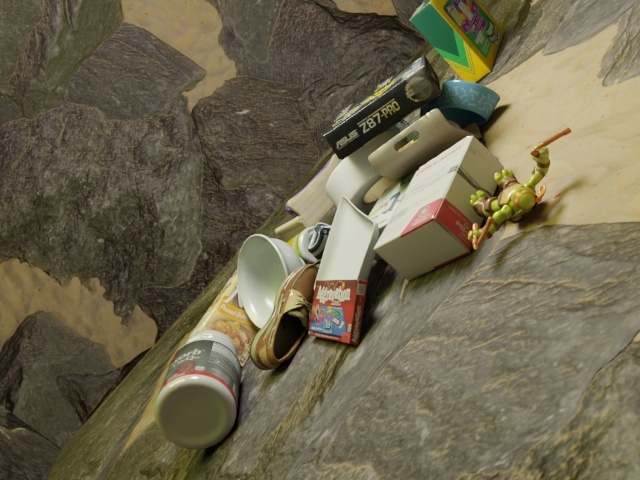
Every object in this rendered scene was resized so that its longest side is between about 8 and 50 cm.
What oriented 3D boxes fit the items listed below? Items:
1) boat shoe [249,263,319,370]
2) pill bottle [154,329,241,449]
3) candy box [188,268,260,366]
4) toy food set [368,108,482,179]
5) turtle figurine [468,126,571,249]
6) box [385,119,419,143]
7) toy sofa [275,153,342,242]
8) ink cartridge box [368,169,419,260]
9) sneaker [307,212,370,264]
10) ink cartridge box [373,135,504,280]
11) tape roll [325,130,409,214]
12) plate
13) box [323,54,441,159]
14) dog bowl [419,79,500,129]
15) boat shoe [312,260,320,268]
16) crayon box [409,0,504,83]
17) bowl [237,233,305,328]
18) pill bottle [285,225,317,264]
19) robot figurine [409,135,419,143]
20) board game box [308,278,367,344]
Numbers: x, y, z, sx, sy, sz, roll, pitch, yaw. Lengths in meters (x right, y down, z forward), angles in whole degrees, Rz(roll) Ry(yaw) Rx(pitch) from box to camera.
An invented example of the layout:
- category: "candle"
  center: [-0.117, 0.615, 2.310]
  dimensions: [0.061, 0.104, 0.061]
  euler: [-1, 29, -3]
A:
- category: "boat shoe"
  center: [-0.069, 0.208, 1.787]
  dimensions: [0.120, 0.123, 0.323]
  euler: [-19, 39, 55]
- category: "pill bottle"
  center: [-0.328, 0.398, 1.835]
  dimensions: [0.210, 0.210, 0.363]
  euler: [-46, 12, 8]
- category: "candy box"
  center: [-0.263, 0.244, 2.139]
  dimensions: [0.088, 0.183, 0.316]
  euler: [-33, 20, 48]
- category: "toy food set"
  center: [0.278, -0.257, 1.738]
  dimensions: [0.220, 0.092, 0.306]
  euler: [-34, -16, 27]
- category: "turtle figurine"
  center: [0.370, -0.090, 1.242]
  dimensions: [0.269, 0.087, 0.217]
  euler: [-56, 4, 6]
- category: "box"
  center: [0.203, -0.271, 2.216]
  dimensions: [0.270, 0.143, 0.165]
  euler: [-50, 9, -9]
- category: "toy sofa"
  center: [-0.011, -0.140, 2.367]
  dimensions: [0.150, 0.177, 0.362]
  euler: [-26, 19, 51]
- category: "ink cartridge box"
  center: [0.201, -0.063, 1.721]
  dimensions: [0.154, 0.093, 0.212]
  euler: [-29, 24, 55]
- category: "sneaker"
  center: [0.087, -0.035, 1.874]
  dimensions: [0.282, 0.153, 0.099]
  euler: [-48, 13, 0]
- category: "ink cartridge box"
  center: [0.267, -0.073, 1.462]
  dimensions: [0.207, 0.117, 0.283]
  euler: [-33, 20, 51]
- category: "tape roll"
  center: [0.156, -0.190, 1.938]
  dimensions: [0.286, 0.100, 0.286]
  euler: [-34, -19, -14]
- category: "plate"
  center: [0.070, 0.050, 1.655]
  dimensions: [0.277, 0.045, 0.277]
  euler: [-131, 56, -66]
- category: "box"
  center: [0.182, -0.383, 1.856]
  dimensions: [0.318, 0.097, 0.395]
  euler: [-30, 13, 18]
- category: "dog bowl"
  center: [0.390, -0.380, 1.900]
  dimensions: [0.297, 0.166, 0.074]
  euler: [-176, 103, -74]
- category: "boat shoe"
  center: [0.042, 0.046, 1.980]
  dimensions: [0.183, 0.066, 0.066]
  euler: [-45, 13, 15]
- category: "crayon box"
  center: [0.491, -0.753, 2.318]
  dimensions: [0.106, 0.313, 0.363]
  euler: [-33, 19, 40]
- category: "bowl"
  center: [-0.128, 0.120, 2.018]
  dimensions: [0.134, 0.297, 0.298]
  euler: [-8, -14, -35]
- category: "pill bottle"
  center: [-0.070, 0.059, 2.157]
  dimensions: [0.246, 0.136, 0.136]
  euler: [-33, 19, 49]
- category: "robot figurine"
  center: [0.313, -0.289, 2.084]
  dimensions: [0.101, 0.067, 0.115]
  euler: [-35, 17, 20]
- category: "board game box"
  center: [0.036, 0.166, 1.575]
  dimensions: [0.281, 0.027, 0.144]
  euler: [168, 112, -70]
